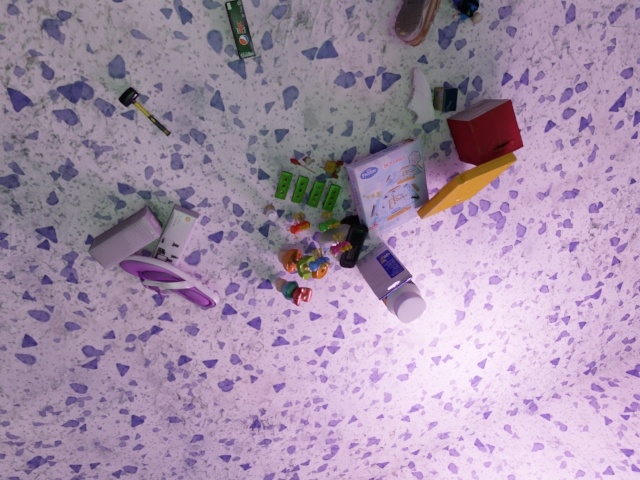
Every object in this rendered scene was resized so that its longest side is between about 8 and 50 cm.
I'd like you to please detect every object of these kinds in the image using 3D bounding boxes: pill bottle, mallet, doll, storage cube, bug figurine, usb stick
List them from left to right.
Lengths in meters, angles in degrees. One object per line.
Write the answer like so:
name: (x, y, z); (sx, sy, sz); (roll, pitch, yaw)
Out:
mallet: (-0.593, -0.421, 1.414); (0.062, 0.039, 0.190); (-35, 122, 2)
pill bottle: (-0.195, -0.108, 1.636); (0.043, 0.083, 0.043); (-6, 116, -12)
bug figurine: (0.000, 0.000, 1.661); (0.216, 0.279, 0.072); (-19, 147, -13)
usb stick: (0.135, 0.028, 1.742); (0.077, 0.045, 0.278); (6, 142, -5)
pill bottle: (0.341, 0.229, 1.827); (0.162, 0.278, 0.162); (-5, 115, -11)
doll: (0.512, -0.846, 1.488); (0.189, 0.046, 0.129); (33, 94, -32)
storage cube: (0.636, -0.423, 1.635); (0.183, 0.215, 0.193); (-27, 112, 0)

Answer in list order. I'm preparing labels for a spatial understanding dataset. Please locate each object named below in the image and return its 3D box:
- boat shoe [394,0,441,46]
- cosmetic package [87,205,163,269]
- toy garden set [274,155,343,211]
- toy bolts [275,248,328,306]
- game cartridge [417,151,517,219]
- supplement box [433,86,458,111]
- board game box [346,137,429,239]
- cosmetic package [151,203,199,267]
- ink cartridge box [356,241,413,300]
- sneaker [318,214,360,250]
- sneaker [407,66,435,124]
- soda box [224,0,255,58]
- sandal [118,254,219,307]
boat shoe: (0.356, -0.827, 1.432); (0.116, 0.123, 0.324); (12, 106, -55)
cosmetic package: (-0.707, -0.011, 1.527); (0.238, 0.127, 0.107); (-30, 119, -1)
toy garden set: (-0.037, -0.239, 1.638); (0.244, 0.049, 0.204); (13, 113, -19)
toy bolts: (-0.095, 0.145, 1.785); (0.218, 0.158, 0.228); (-2, 111, -59)
game cartridge: (0.562, -0.209, 1.638); (0.285, 0.324, 0.053); (-23, 75, -21)
supplement box: (0.478, -0.542, 1.603); (0.056, 0.083, 0.083); (-7, 117, -11)
board game box: (0.283, -0.207, 1.684); (0.318, 0.066, 0.318); (-26, 120, -18)
cosmetic package: (-0.556, -0.010, 1.603); (0.099, 0.060, 0.239); (21, 108, -24)
ink cartridge box: (0.265, 0.136, 1.732); (0.165, 0.333, 0.065); (-36, 115, 5)
sneaker: (0.097, -0.034, 1.760); (0.237, 0.085, 0.086); (-27, 151, -7)
sneaker: (0.369, -0.540, 1.587); (0.094, 0.080, 0.212); (-19, 120, 8)
soda box: (-0.260, -0.683, 1.358); (0.053, 0.060, 0.169); (-16, 117, -8)
sandal: (-0.582, 0.180, 1.629); (0.416, 0.102, 0.169); (30, 137, -26)
